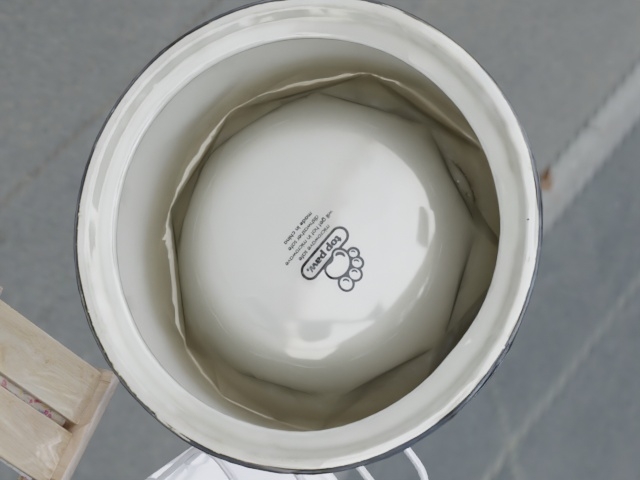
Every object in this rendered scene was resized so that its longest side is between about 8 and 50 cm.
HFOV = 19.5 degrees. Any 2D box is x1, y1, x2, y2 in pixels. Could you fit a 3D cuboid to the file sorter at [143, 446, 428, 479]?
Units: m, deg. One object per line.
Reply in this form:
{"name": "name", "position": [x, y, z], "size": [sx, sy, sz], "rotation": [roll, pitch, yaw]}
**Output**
{"name": "file sorter", "position": [-0.055, 0.267, 1.866], "size": [0.277, 0.193, 0.173], "rotation": [-33, 173, -40]}

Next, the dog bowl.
{"name": "dog bowl", "position": [0.000, 0.000, 1.629], "size": [0.408, 0.408, 0.150], "rotation": [-68, 164, -3]}

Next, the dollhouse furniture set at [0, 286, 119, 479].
{"name": "dollhouse furniture set", "position": [-0.382, 0.136, 1.790], "size": [0.303, 0.173, 0.356], "rotation": [45, 64, -43]}
